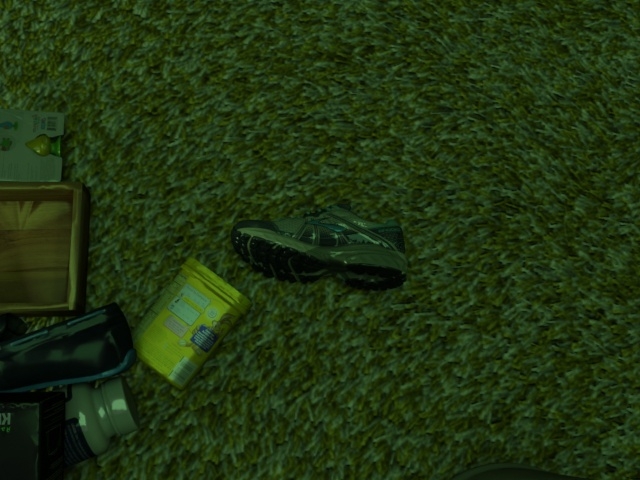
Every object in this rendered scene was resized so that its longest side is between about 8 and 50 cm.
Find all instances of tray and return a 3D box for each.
[{"bbox_3d":[-0.572,0.016,1.156,0.411,0.076,0.202,0,75,-6],"label":"tray"}]

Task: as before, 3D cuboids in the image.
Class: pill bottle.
[{"bbox_3d":[-0.364,0.267,1.090,0.187,0.112,0.112,-19,78,-9],"label":"pill bottle"}]

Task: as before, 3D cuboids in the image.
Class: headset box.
[{"bbox_3d":[-0.461,0.338,0.947,0.247,0.131,0.282,1,85,-5],"label":"headset box"}]

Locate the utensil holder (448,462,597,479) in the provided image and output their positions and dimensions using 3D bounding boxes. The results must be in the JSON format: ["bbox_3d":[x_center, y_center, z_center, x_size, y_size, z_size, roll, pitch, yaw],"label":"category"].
[{"bbox_3d":[0.301,0.460,0.959,0.328,0.385,0.327,1,76,-5],"label":"utensil holder"}]

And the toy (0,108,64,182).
[{"bbox_3d":[-0.534,-0.144,1.205,0.237,0.056,0.136,-1,62,-12],"label":"toy"}]

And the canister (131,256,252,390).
[{"bbox_3d":[-0.205,0.128,1.159,0.126,0.073,0.170,37,77,5],"label":"canister"}]

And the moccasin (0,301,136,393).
[{"bbox_3d":[-0.441,0.158,1.093,0.342,0.138,0.116,-9,89,-7],"label":"moccasin"}]

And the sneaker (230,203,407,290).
[{"bbox_3d":[0.000,0.000,1.210,0.283,0.110,0.122,11,57,-5],"label":"sneaker"}]
